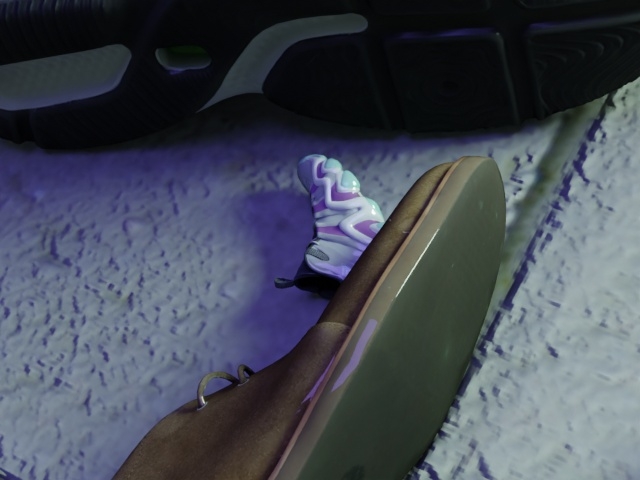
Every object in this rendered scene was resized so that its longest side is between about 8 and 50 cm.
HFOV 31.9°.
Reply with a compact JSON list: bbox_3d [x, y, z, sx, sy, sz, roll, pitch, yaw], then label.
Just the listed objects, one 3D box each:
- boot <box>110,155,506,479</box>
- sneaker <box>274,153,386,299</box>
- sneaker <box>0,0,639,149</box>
[{"bbox_3d":[-0.016,0.076,0.505,0.115,0.112,0.305,19,66,34],"label":"boot"},{"bbox_3d":[0.000,0.000,0.590,0.069,0.038,0.098,-37,54,-12],"label":"sneaker"},{"bbox_3d":[-0.010,-0.204,0.653,0.447,0.169,0.257,-2,58,17],"label":"sneaker"}]
